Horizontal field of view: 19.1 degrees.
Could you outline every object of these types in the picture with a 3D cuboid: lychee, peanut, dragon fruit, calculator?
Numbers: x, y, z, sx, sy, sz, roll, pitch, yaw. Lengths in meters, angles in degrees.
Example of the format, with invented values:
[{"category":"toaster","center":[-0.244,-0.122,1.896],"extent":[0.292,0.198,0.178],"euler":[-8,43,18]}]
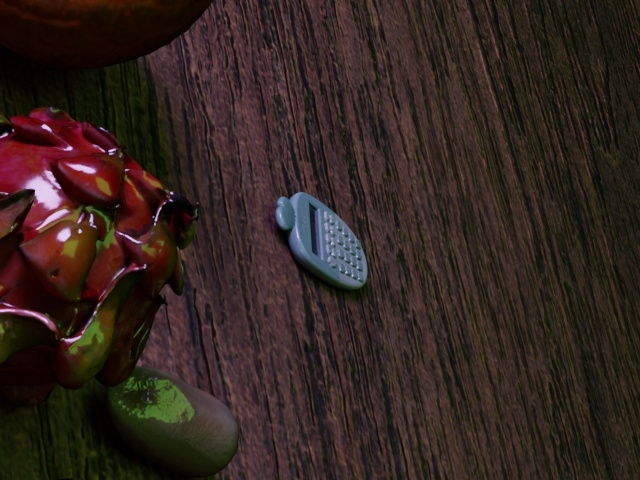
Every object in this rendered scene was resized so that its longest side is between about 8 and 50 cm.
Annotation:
[{"category":"lychee","center":[-0.214,-0.274,1.705],"extent":[0.255,0.300,0.255],"euler":[4,66,-8]},{"category":"peanut","center":[-0.130,0.158,1.649],"extent":[0.152,0.076,0.076],"euler":[35,39,-41]},{"category":"dragon fruit","center":[-0.232,0.018,1.477],"extent":[0.228,0.243,0.307],"euler":[23,7,11]},{"category":"calculator","center":[0.000,0.000,2.017],"extent":[0.153,0.021,0.095],"euler":[32,41,-40]}]

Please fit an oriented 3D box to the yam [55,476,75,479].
[{"category":"yam","center":[-0.168,0.286,1.452],"extent":[0.194,0.107,0.107],"euler":[51,32,-16]}]
